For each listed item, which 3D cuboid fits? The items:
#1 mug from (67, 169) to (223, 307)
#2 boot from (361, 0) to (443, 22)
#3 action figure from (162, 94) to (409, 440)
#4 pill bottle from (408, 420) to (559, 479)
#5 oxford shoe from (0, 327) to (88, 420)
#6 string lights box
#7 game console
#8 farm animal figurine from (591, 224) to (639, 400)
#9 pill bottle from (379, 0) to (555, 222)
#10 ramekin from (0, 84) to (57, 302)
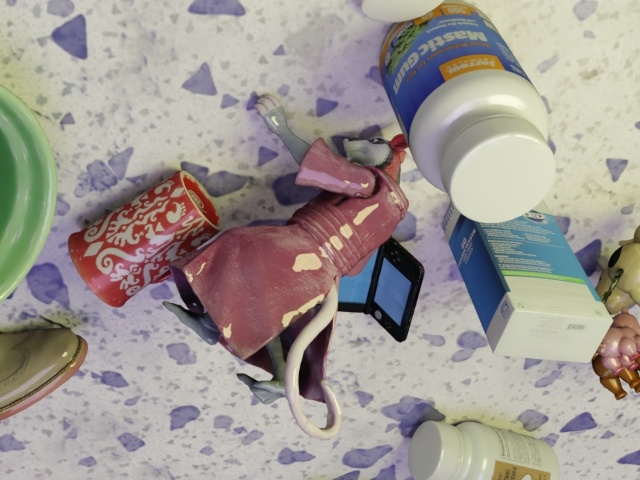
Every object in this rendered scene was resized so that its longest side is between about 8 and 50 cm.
[{"bbox_3d":[-0.215,-0.009,1.229,0.169,0.150,0.113,-33,90,10],"label":"mug"},{"bbox_3d":[0.124,-0.315,1.061,0.069,0.086,0.190,28,147,-37],"label":"boot"},{"bbox_3d":[0.000,0.000,1.147,0.370,0.276,0.248,-46,137,-12],"label":"action figure"},{"bbox_3d":[0.268,0.372,1.586,0.229,0.131,0.131,18,123,-23],"label":"pill bottle"},{"bbox_3d":[-0.493,0.173,1.292,0.348,0.123,0.130,-17,124,1],"label":"oxford shoe"},{"bbox_3d":[0.258,0.037,1.235,0.133,0.259,0.076,7,125,-15],"label":"string lights box"},{"bbox_3d":[0.066,0.068,1.340,0.085,0.124,0.144,-18,135,-32],"label":"game console"},{"bbox_3d":[0.479,0.062,1.343,0.327,0.172,0.330,-25,152,-12],"label":"farm animal figurine"},{"bbox_3d":[0.163,-0.145,1.065,0.152,0.272,0.152,-6,128,-7],"label":"pill bottle"},{"bbox_3d":[-0.453,-0.053,1.021,0.303,0.148,0.303,-28,131,-38],"label":"ramekin"}]
